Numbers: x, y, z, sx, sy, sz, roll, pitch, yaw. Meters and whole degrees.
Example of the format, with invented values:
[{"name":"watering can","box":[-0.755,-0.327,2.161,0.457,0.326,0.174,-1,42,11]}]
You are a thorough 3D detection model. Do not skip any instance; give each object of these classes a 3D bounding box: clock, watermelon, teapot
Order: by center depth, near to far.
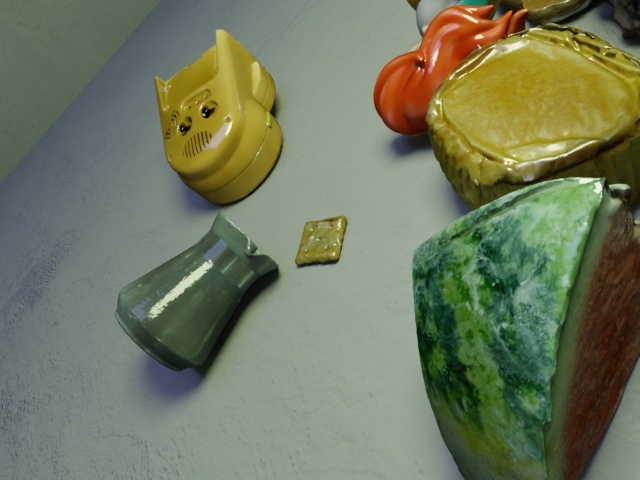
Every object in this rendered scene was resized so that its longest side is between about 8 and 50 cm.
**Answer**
[{"name":"watermelon","box":[0.193,0.093,0.422,0.193,0.310,0.232,-9,16,35]},{"name":"teapot","box":[-0.193,0.076,0.787,0.225,0.171,0.203,-46,11,-9]},{"name":"clock","box":[-0.212,-0.235,1.016,0.244,0.200,0.317,-27,53,25]}]

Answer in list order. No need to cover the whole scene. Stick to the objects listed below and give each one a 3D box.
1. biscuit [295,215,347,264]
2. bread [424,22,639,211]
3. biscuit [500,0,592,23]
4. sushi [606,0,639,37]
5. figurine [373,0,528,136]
[{"name":"biscuit","box":[0.000,0.000,0.774,0.083,0.018,0.081,-8,56,36]},{"name":"bread","box":[0.253,-0.129,0.574,0.227,0.142,0.253,-33,41,18]},{"name":"biscuit","box":[0.369,-0.423,0.768,0.181,0.049,0.208,-40,42,8]},{"name":"sushi","box":[0.395,-0.365,0.540,0.171,0.270,0.236,-34,30,20]},{"name":"figurine","box":[0.194,-0.288,0.724,0.208,0.181,0.257,8,69,11]}]
